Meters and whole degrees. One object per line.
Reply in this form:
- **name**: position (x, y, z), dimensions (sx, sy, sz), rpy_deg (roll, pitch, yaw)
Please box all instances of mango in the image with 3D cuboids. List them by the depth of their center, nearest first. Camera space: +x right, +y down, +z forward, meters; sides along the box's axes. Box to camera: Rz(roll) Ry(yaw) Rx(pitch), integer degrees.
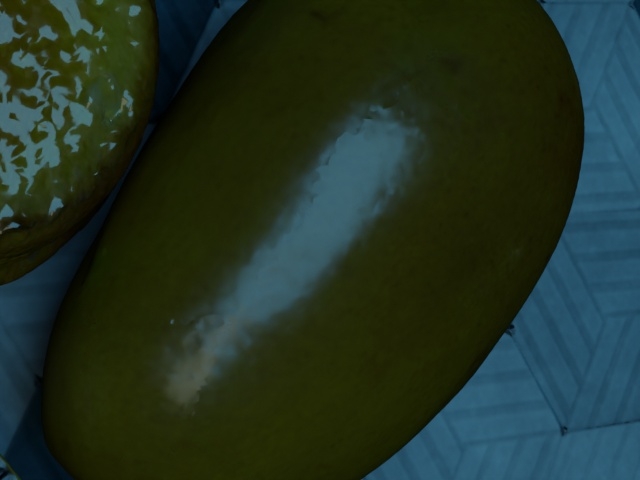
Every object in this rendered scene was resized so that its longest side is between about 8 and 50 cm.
- **mango**: position (0.000, 0.000, 1.062), dimensions (0.445, 0.232, 0.300), rpy_deg (-50, 133, -21)

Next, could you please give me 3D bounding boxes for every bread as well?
- **bread**: position (-0.238, -0.119, 0.978), dimensions (0.312, 0.172, 0.312), rpy_deg (2, 85, -27)

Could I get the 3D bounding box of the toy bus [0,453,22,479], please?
- **toy bus**: position (-0.167, 0.272, 1.013), dimensions (0.121, 0.123, 0.335), rpy_deg (-43, 107, -27)
